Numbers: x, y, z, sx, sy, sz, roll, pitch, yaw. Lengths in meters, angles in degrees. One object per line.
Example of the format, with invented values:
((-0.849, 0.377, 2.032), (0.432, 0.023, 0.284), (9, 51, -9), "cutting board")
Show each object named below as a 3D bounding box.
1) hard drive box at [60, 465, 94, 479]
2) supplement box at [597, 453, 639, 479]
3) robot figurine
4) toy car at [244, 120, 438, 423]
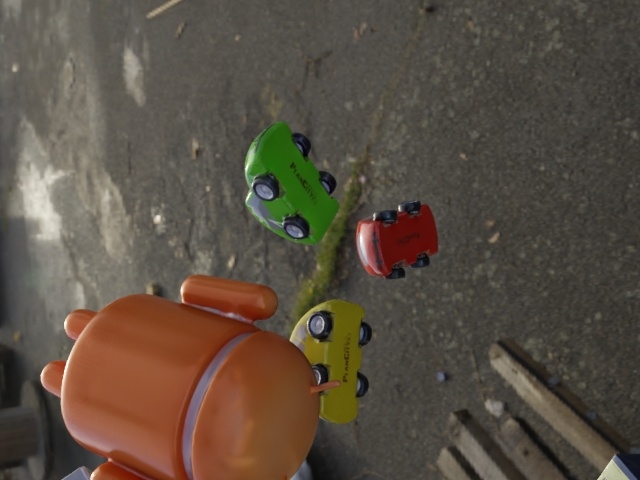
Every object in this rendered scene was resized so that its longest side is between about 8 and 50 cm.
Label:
((-0.174, 0.339, 0.733), (0.232, 0.089, 0.181), (52, 164, 20), "hard drive box")
((0.349, 0.285, 0.892), (0.083, 0.083, 0.056), (-67, 32, 24), "supplement box")
((-0.095, 0.115, 0.587), (0.220, 0.158, 0.128), (13, 126, 25), "robot figurine")
((0.000, 0.000, 0.667), (0.053, 0.239, 0.225), (-5, 131, 40), "toy car")
